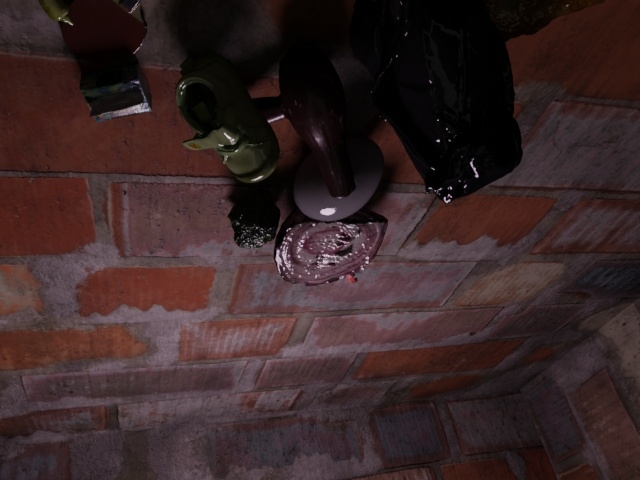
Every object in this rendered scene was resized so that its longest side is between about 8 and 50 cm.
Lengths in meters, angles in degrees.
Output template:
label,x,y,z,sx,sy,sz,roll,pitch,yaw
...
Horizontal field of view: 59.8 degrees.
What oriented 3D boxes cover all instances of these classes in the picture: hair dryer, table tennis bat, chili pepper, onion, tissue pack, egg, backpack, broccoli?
label,x,y,z,sx,sy,sz,roll,pitch,yaw
hair dryer,-0.105,-0.224,1.155,0.341,0.123,0.312,-6,117,16
table tennis bat,-0.354,-0.388,0.960,0.220,0.019,0.130,-32,140,26
chili pepper,-0.430,-0.430,0.857,0.043,0.049,0.208,-46,159,-36
onion,0.000,0.000,1.503,0.314,0.146,0.280,-5,141,-26
tissue pack,-0.387,-0.273,1.056,0.111,0.079,0.085,-12,144,-3
egg,0.044,-0.148,1.297,0.232,0.176,0.176,-41,138,20
backpack,0.202,-0.304,1.005,0.255,0.363,0.445,-20,129,3
broccoli,-0.161,-0.052,1.398,0.162,0.138,0.145,-25,131,-43

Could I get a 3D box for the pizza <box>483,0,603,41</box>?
label,x,y,z,sx,sy,sz,roll,pitch,yaw
pizza,0.418,-0.513,0.971,0.278,0.114,0.409,3,142,-21

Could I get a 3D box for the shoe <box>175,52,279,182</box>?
label,x,y,z,sx,sy,sz,roll,pitch,yaw
shoe,-0.192,-0.226,1.076,0.140,0.262,0.128,-9,-160,44

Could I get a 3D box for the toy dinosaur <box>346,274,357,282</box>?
label,x,y,z,sx,sy,sz,roll,pitch,yaw
toy dinosaur,0.046,0.062,1.698,0.139,0.070,0.286,-3,148,2
